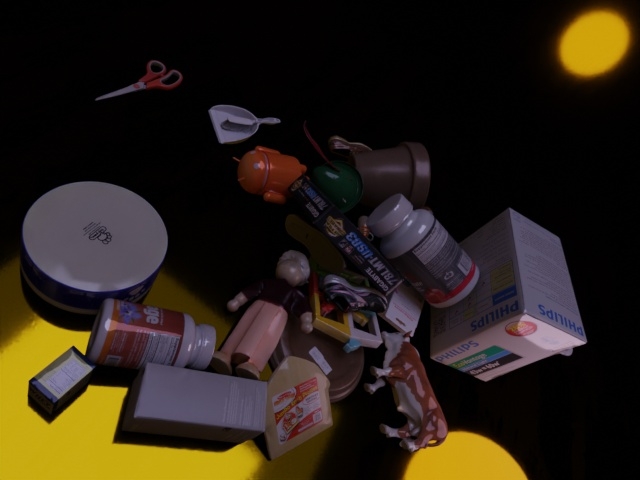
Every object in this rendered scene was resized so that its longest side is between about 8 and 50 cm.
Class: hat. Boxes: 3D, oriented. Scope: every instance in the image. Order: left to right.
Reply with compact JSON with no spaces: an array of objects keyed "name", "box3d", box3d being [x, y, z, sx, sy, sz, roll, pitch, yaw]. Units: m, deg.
[{"name":"hat","box3d":[0.010,-0.194,1.275,0.208,0.173,0.183,37,0,23]}]

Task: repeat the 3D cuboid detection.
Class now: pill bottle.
[{"name":"pill bottle","box3d":[-0.322,0.191,0.843,0.216,0.121,0.121,19,50,-30]},{"name":"pill bottle","box3d":[0.280,0.025,1.215,0.318,0.176,0.176,46,44,-13]}]

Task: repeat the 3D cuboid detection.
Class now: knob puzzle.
[{"name":"knob puzzle","box3d":[-0.059,0.343,0.943,0.213,0.030,0.213,2,87,-39]}]

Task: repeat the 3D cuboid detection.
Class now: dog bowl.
[{"name":"dog bowl","box3d":[-0.460,0.012,0.894,0.265,0.104,0.264,18,51,-23]}]

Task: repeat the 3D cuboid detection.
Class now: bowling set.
[{"name":"bowling set","box3d":[0.262,-0.010,1.355,0.287,0.200,0.154,20,51,-17]}]

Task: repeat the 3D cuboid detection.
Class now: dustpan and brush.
[{"name":"dustpan and brush","box3d":[-0.227,-0.369,1.362,0.211,0.060,0.147,-5,62,-37]}]

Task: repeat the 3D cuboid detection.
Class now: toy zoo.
[{"name":"toy zoo","box3d":[0.059,0.169,1.133,0.192,0.030,0.293,23,31,-19]}]

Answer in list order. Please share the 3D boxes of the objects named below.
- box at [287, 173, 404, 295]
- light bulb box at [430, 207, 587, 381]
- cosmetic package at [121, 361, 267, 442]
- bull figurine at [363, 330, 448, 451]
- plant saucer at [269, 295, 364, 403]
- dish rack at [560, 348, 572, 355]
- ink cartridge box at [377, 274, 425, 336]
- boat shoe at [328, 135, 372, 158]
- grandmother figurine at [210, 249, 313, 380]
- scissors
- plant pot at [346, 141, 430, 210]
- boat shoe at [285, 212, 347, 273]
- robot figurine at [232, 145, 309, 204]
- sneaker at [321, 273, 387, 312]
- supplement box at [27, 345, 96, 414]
[{"name":"box","box3d":[0.059,-0.024,1.144,0.295,0.073,0.293,44,4,-28]},{"name":"light bulb box","box3d":[0.520,0.169,1.283,0.225,0.358,0.361,26,49,-15]},{"name":"cosmetic package","box3d":[-0.233,0.312,0.819,0.238,0.127,0.107,15,52,-24]},{"name":"bull figurine","box3d":[0.213,0.375,1.104,0.189,0.101,0.310,-10,63,-35]},{"name":"plant saucer","box3d":[-0.001,0.260,1.080,0.278,0.041,0.277,18,51,-24]},{"name":"dish rack","box3d":[0.744,0.264,1.571,0.333,0.072,0.285,20,50,-22]},{"name":"ink cartridge box","box3d":[0.236,0.198,1.272,0.104,0.061,0.181,38,45,-5]},{"name":"boat shoe","box3d":[0.109,-0.319,1.563,0.178,0.064,0.060,14,57,-18]},{"name":"grandmother figurine","box3d":[-0.111,0.158,1.007,0.208,0.104,0.342,23,50,3]},{"name":"scissors","box3d":[-0.508,-0.441,1.248,0.109,0.021,0.297,35,44,-11]},{"name":"plant pot","box3d":[0.205,-0.204,1.436,0.230,0.263,0.263,4,55,-13]},{"name":"boat shoe","box3d":[0.000,0.000,1.208,0.079,0.084,0.233,-9,44,-47]},{"name":"robot figurine","box3d":[-0.141,-0.188,1.244,0.220,0.128,0.158,5,97,-33]},{"name":"sneaker","box3d":[0.081,0.155,1.091,0.178,0.072,0.077,19,44,-10]},{"name":"supplement box","box3d":[-0.447,0.242,0.750,0.056,0.083,0.083,43,44,-1]}]
